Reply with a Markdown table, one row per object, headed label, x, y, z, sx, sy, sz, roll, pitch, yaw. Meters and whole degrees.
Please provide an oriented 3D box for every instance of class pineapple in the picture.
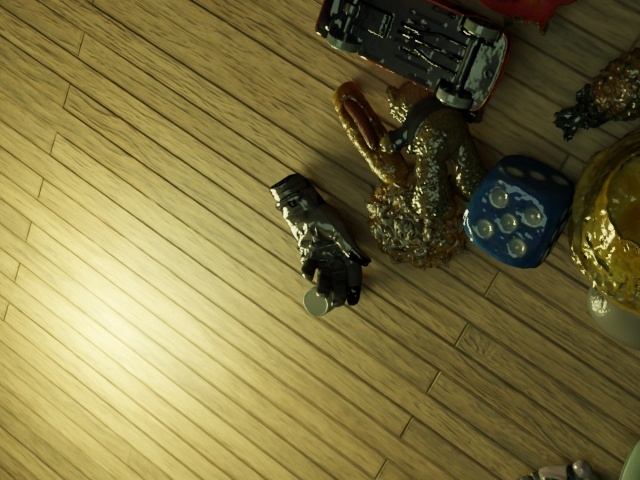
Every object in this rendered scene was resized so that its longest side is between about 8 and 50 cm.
| label | x | y | z | sx | sy | sz | roll | pitch | yaw |
| --- | --- | --- | --- | --- | --- | --- | --- | --- | --- |
| pineapple | 0.167 | -0.036 | 1.755 | 0.224 | 0.076 | 0.225 | 10 | 113 | 25 |
| pineapple | 0.449 | -0.221 | 1.520 | 0.197 | 0.108 | 0.108 | -29 | 91 | 47 |

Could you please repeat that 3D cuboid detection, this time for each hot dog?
| label | x | y | z | sx | sy | sz | roll | pitch | yaw |
| --- | --- | --- | --- | --- | --- | --- | --- | --- | --- |
| hot dog | 0.082 | -0.192 | 1.729 | 0.066 | 0.047 | 0.216 | -33 | 71 | 12 |

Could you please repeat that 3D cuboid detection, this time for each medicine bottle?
| label | x | y | z | sx | sy | sz | roll | pitch | yaw |
| --- | --- | --- | --- | --- | --- | --- | --- | --- | --- |
| medicine bottle | 0.013 | 0.106 | 1.882 | 0.058 | 0.091 | 0.058 | 10 | 112 | 27 |

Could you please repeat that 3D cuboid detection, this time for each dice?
| label | x | y | z | sx | sy | sz | roll | pitch | yaw |
| --- | --- | --- | --- | --- | --- | --- | --- | --- | --- |
| dice | 0.332 | -0.048 | 1.611 | 0.146 | 0.146 | 0.143 | 31 | 122 | 17 |

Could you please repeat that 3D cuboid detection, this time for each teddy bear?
| label | x | y | z | sx | sy | sz | roll | pitch | yaw |
| --- | --- | --- | --- | --- | --- | --- | --- | --- | --- |
| teddy bear | 0.199 | -0.178 | 1.641 | 0.129 | 0.182 | 0.251 | 103 | 145 | -71 |

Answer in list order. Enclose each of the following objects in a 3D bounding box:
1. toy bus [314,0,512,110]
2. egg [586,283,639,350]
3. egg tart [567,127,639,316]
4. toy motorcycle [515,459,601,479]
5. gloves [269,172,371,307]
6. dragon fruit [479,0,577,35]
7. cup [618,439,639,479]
| label | x | y | z | sx | sy | sz | roll | pitch | yaw |
| --- | --- | --- | --- | --- | --- | --- | --- | --- | --- |
| toy bus | 0.164 | -0.343 | 1.602 | 0.329 | 0.153 | 0.143 | 29 | 118 | 20 |
| egg | 0.526 | 0.105 | 1.552 | 0.198 | 0.146 | 0.146 | 14 | 114 | 34 |
| egg tart | 0.525 | -0.044 | 1.446 | 0.341 | 0.129 | 0.341 | -11 | 66 | 26 |
| toy motorcycle | 0.468 | 0.470 | 1.759 | 0.225 | 0.073 | 0.152 | 31 | 117 | 18 |
| gloves | 0.003 | -0.006 | 1.839 | 0.142 | 0.119 | 0.286 | -30 | 76 | 34 |
| dragon fruit | 0.313 | -0.425 | 1.497 | 0.262 | 0.134 | 0.212 | -9 | 122 | -4 |
| cup | 0.627 | 0.488 | 1.594 | 0.274 | 0.259 | 0.357 | 16 | 145 | 26 |
